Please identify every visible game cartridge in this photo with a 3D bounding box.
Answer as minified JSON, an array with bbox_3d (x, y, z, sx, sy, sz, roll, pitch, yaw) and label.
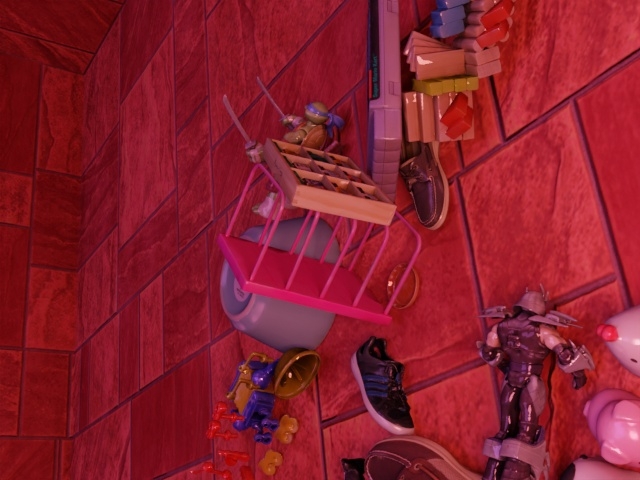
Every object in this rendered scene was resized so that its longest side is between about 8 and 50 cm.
[{"bbox_3d":[0.109,-0.275,1.393,0.230,0.068,0.354,76,-166,-64],"label":"game cartridge"}]

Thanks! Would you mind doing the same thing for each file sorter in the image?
[{"bbox_3d":[0.000,0.000,1.393,0.182,0.291,0.202,-66,28,16],"label":"file sorter"}]

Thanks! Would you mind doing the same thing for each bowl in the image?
[{"bbox_3d":[-0.105,0.087,1.671,0.312,0.163,0.311,-25,60,54],"label":"bowl"}]

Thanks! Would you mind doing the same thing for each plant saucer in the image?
[{"bbox_3d":[0.150,0.082,1.404,0.083,0.013,0.083,-23,61,53],"label":"plant saucer"}]

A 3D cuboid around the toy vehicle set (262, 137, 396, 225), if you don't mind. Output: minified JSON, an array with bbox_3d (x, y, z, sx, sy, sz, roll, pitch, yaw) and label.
[{"bbox_3d":[0.006,-0.104,1.317,0.267,0.166,0.035,-122,46,-63],"label":"toy vehicle set"}]

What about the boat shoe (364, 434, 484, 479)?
[{"bbox_3d":[0.158,0.391,1.177,0.342,0.123,0.123,14,112,55],"label":"boat shoe"}]

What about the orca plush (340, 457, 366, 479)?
[{"bbox_3d":[0.103,0.512,1.324,0.151,0.102,0.287,68,-164,-52],"label":"orca plush"}]

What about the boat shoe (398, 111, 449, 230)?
[{"bbox_3d":[0.171,-0.126,1.373,0.080,0.073,0.223,-32,55,51],"label":"boat shoe"}]

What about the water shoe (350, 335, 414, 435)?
[{"bbox_3d":[0.113,0.248,1.361,0.080,0.073,0.203,-59,38,23],"label":"water shoe"}]

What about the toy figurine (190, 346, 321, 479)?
[{"bbox_3d":[-0.156,0.313,1.673,0.362,0.191,0.217,-66,28,24],"label":"toy figurine"}]

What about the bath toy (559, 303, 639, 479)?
[{"bbox_3d":[0.355,0.239,0.927,0.151,0.129,0.348,18,96,58],"label":"bath toy"}]

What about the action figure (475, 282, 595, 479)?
[{"bbox_3d":[0.284,0.199,1.088,0.185,0.099,0.284,-6,72,65],"label":"action figure"}]

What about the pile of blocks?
[{"bbox_3d":[0.232,-0.319,1.243,0.112,0.149,0.362,-133,59,-68],"label":"pile of blocks"}]

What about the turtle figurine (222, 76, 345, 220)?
[{"bbox_3d":[-0.101,-0.199,1.693,0.197,0.275,0.266,-106,28,-60],"label":"turtle figurine"}]
